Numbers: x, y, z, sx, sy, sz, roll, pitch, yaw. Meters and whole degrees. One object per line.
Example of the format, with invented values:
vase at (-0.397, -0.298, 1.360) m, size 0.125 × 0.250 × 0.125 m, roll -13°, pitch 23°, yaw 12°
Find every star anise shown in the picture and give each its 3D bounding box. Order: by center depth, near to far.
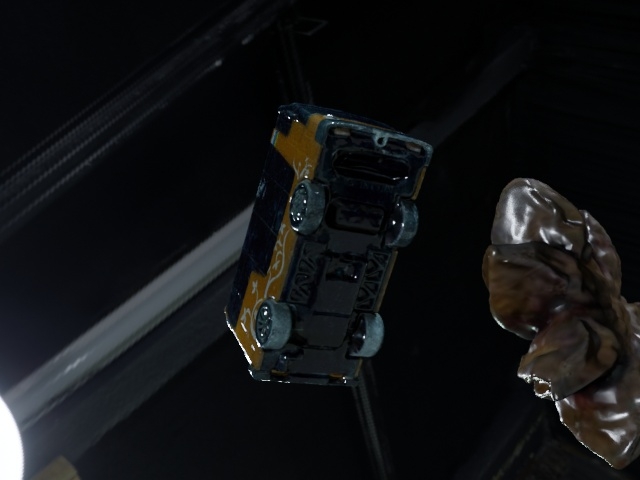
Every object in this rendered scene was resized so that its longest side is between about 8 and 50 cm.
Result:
star anise at (0.265, 0.078, 0.751) m, size 0.315 × 0.315 × 0.108 m, roll -10°, pitch -23°, yaw -47°

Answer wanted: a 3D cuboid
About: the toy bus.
toy bus at (0.000, 0.000, 0.962) m, size 0.162 × 0.194 × 0.323 m, roll 9°, pitch -73°, yaw -25°
